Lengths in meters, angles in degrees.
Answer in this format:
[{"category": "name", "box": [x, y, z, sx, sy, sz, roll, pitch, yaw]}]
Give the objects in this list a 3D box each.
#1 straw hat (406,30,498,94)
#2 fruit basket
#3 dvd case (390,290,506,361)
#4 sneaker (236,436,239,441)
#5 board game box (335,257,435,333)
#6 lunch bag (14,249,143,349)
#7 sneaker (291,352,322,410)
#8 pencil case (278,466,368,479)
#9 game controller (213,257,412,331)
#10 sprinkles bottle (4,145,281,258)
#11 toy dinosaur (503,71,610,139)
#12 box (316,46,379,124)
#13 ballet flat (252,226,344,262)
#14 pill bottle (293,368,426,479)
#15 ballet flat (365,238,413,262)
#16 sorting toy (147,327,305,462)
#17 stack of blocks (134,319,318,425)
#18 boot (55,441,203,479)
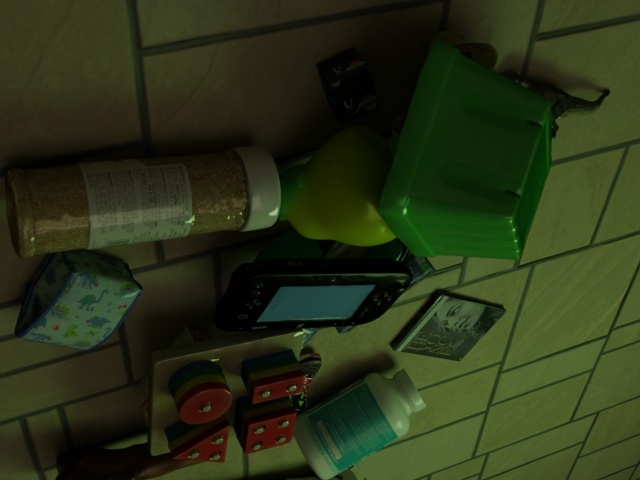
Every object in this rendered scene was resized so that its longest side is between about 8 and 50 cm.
[{"category": "straw hat", "box": [0.185, -0.270, 1.259, 0.145, 0.061, 0.144, -13, 160, -5]}, {"category": "fruit basket", "box": [0.128, -0.105, 1.252, 0.392, 0.392, 0.282, 25, 82, -45]}, {"category": "dvd case", "box": [0.271, 0.184, 1.815, 0.221, 0.018, 0.164, 16, 122, -41]}, {"category": "sneaker", "box": [-0.131, 0.354, 1.681, 0.063, 0.073, 0.162, -9, 147, -18]}, {"category": "board game box", "box": [0.116, 0.097, 1.568, 0.201, 0.035, 0.136, -36, 171, 5]}, {"category": "lunch bag", "box": [-0.360, 0.093, 1.278, 0.129, 0.096, 0.151, 20, 109, -43]}, {"category": "sneaker", "box": [-0.045, 0.292, 1.688, 0.063, 0.074, 0.170, 17, 121, -42]}, {"category": "pencil case", "box": [-0.090, 0.602, 1.913, 0.411, 0.160, 0.183, -1, 131, -30]}, {"category": "game controller", "box": [-0.009, 0.089, 1.379, 0.319, 0.067, 0.166, 1, 134, -30]}, {"category": "sprinkles bottle", "box": [-0.236, -0.055, 1.180, 0.356, 0.121, 0.121, -8, 135, -25]}, {"category": "toy dinosaur", "box": [0.382, -0.210, 1.449, 0.268, 0.064, 0.118, 1, 124, -37]}, {"category": "box", "box": [0.039, -0.219, 1.234, 0.062, 0.052, 0.083, -27, 139, -4]}, {"category": "ballet flat", "box": [0.000, 0.000, 1.422, 0.248, 0.086, 0.086, -35, 140, 4]}, {"category": "pill bottle", "box": [0.083, 0.371, 1.791, 0.264, 0.146, 0.146, -30, 140, 0]}, {"category": "ballet flat", "box": [0.149, -0.006, 1.509, 0.074, 0.074, 0.203, 8, 124, -37]}, {"category": "sorting toy", "box": [-0.153, 0.277, 1.459, 0.256, 0.089, 0.257, -10, 136, -22]}, {"category": "stack of blocks", "box": [-0.167, 0.209, 1.520, 0.171, 0.087, 0.297, 22, 118, -43]}, {"category": "boot", "box": [-0.314, 0.419, 1.521, 0.281, 0.264, 0.096, -10, 97, -14]}]
